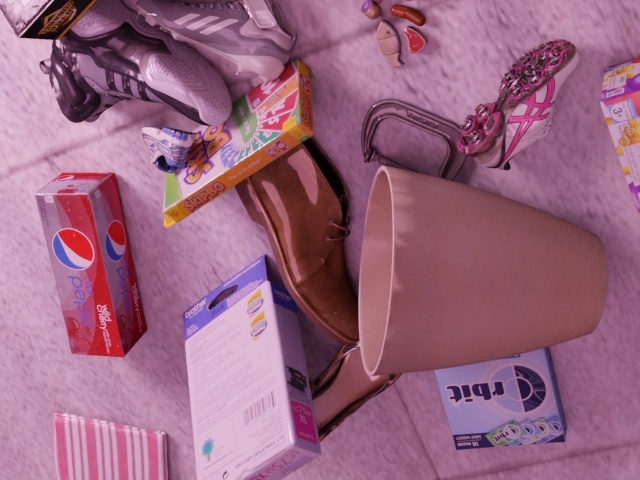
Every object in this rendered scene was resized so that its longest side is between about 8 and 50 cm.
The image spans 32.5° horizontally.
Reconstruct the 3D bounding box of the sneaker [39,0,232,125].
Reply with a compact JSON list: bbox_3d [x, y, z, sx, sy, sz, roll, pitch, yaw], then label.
[{"bbox_3d":[-0.247,-0.202,1.438,0.269,0.101,0.153,36,121,5],"label":"sneaker"}]

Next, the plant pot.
[{"bbox_3d":[0.200,0.047,1.352,0.274,0.256,0.256,4,118,-6],"label":"plant pot"}]

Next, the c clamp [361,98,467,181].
[{"bbox_3d":[0.119,-0.104,1.413,0.161,0.022,0.137,29,120,1],"label":"c clamp"}]

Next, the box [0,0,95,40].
[{"bbox_3d":[-0.306,-0.436,1.307,0.322,0.079,0.257,-38,77,28],"label":"box"}]

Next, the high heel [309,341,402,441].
[{"bbox_3d":[0.033,0.214,1.499,0.261,0.186,0.093,-34,102,28],"label":"high heel"}]

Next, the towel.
[{"bbox_3d":[-0.338,0.352,1.776,0.197,0.029,0.144,8,117,11],"label":"towel"}]

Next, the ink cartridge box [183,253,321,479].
[{"bbox_3d":[-0.102,0.190,1.506,0.186,0.311,0.065,-37,137,29],"label":"ink cartridge box"}]

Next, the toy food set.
[{"bbox_3d":[0.092,-0.275,1.339,0.078,0.019,0.122,-21,108,25],"label":"toy food set"}]

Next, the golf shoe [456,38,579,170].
[{"bbox_3d":[0.251,-0.163,1.327,0.086,0.067,0.186,25,123,-27],"label":"golf shoe"}]

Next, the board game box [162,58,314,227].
[{"bbox_3d":[-0.117,-0.122,1.421,0.259,0.124,0.039,-33,131,29],"label":"board game box"}]

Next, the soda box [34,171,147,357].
[{"bbox_3d":[-0.327,0.036,1.584,0.092,0.083,0.263,1,116,17],"label":"soda box"}]

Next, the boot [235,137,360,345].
[{"bbox_3d":[0.000,0.000,1.457,0.115,0.112,0.305,-25,103,19],"label":"boot"}]

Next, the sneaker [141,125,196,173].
[{"bbox_3d":[-0.207,-0.119,1.443,0.052,0.135,0.058,10,92,-24],"label":"sneaker"}]

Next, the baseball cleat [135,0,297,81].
[{"bbox_3d":[-0.127,-0.283,1.386,0.206,0.072,0.109,27,106,-1],"label":"baseball cleat"}]

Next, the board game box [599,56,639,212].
[{"bbox_3d":[0.467,-0.154,1.211,0.275,0.144,0.142,-16,109,23],"label":"board game box"}]

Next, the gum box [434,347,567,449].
[{"bbox_3d":[0.244,0.197,1.509,0.157,0.041,0.184,-9,111,21],"label":"gum box"}]
